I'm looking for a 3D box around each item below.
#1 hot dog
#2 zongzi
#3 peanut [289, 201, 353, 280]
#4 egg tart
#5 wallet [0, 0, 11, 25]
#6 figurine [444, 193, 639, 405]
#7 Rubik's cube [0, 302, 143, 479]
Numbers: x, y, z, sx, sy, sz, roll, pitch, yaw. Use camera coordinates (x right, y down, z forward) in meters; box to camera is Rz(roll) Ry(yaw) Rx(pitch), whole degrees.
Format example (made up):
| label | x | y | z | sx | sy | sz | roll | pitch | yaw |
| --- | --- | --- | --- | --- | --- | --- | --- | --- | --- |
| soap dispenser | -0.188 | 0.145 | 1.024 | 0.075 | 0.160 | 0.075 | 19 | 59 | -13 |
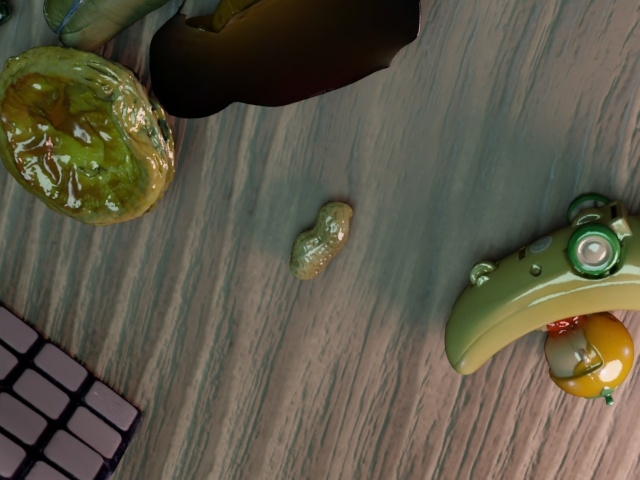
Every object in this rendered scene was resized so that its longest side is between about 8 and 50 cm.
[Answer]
| label | x | y | z | sx | sy | sz | roll | pitch | yaw |
| --- | --- | --- | --- | --- | --- | --- | --- | --- | --- |
| hot dog | -0.040 | -0.259 | 1.540 | 0.326 | 0.107 | 0.194 | -5 | 126 | 14 |
| zongzi | -0.252 | -0.363 | 1.539 | 0.228 | 0.115 | 0.256 | -28 | 95 | 22 |
| peanut | 0.000 | 0.000 | 1.659 | 0.054 | 0.054 | 0.113 | 34 | 107 | -5 |
| egg tart | -0.271 | -0.129 | 1.606 | 0.241 | 0.106 | 0.241 | 12 | 126 | 18 |
| wallet | -0.481 | -0.329 | 1.604 | 0.160 | 0.055 | 0.236 | -27 | 98 | 18 |
| figurine | 0.301 | 0.085 | 1.619 | 0.324 | 0.124 | 0.222 | -28 | 106 | 18 |
| Rubik's cube | -0.473 | 0.293 | 1.667 | 0.343 | 0.337 | 0.344 | 38 | 108 | -7 |
